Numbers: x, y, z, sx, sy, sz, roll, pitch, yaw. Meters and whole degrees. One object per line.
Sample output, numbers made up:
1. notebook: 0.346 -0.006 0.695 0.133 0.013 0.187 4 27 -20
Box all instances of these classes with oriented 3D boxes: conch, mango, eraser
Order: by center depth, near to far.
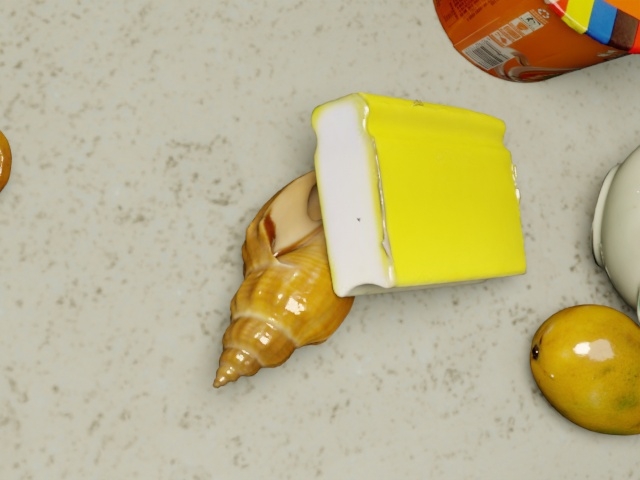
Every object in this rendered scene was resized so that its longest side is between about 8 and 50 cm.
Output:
1. eraser: 0.090 -0.037 0.834 0.226 0.069 0.158 -2 84 -50
2. conch: -0.001 0.003 0.846 0.109 0.093 0.330 32 52 5
3. mango: 0.266 0.128 0.913 0.111 0.089 0.163 -33 114 15

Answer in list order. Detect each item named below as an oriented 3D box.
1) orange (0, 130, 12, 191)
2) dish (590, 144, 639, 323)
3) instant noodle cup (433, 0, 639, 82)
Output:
1. orange: -0.284 -0.065 0.758 0.086 0.062 0.086 -3 101 -18
2. dish: 0.321 -0.012 0.944 0.246 0.078 0.224 47 60 -49
3. instant noodle cup: 0.226 -0.264 0.898 0.250 0.192 0.250 3 82 -20
